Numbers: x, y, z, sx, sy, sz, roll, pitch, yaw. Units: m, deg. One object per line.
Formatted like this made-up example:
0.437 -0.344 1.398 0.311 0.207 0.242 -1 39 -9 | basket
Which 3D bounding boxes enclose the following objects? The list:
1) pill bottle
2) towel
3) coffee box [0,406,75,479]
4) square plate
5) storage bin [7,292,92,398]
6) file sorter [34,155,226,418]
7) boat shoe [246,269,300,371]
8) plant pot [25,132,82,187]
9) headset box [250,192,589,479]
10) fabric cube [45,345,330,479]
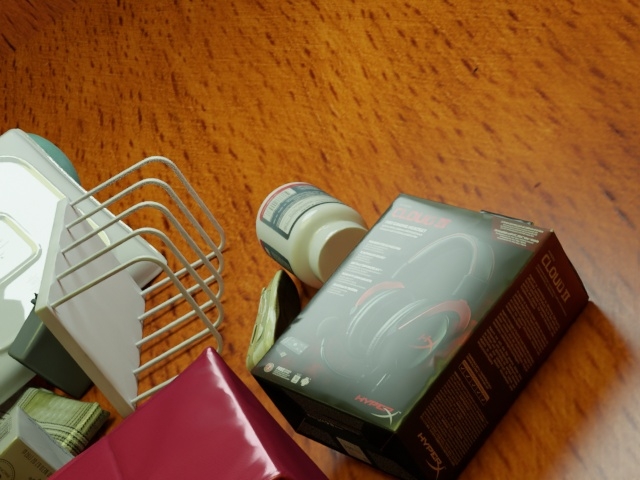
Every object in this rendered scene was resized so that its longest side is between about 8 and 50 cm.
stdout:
0.000 0.000 1.769 0.108 0.108 0.180 -42 27 -7 | pill bottle
-0.453 0.307 1.916 0.312 0.056 0.324 -51 28 -22 | towel
-0.372 0.351 1.575 0.297 0.168 0.119 -45 15 -1 | coffee box
-0.458 0.024 2.083 0.344 0.049 0.347 40 64 20 | square plate
-0.345 0.147 1.959 0.098 0.135 0.091 11 66 57 | storage bin
-0.232 0.048 1.898 0.173 0.193 0.278 -28 28 13 | file sorter
-0.059 0.096 1.754 0.048 0.056 0.153 -21 38 22 | boat shoe
-0.527 -0.040 2.351 0.271 0.272 0.255 -17 19 36 | plant pot
0.108 0.084 1.464 0.218 0.110 0.293 17 59 47 | headset box
-0.087 0.297 1.252 0.259 0.254 0.258 -40 25 -1 | fabric cube
